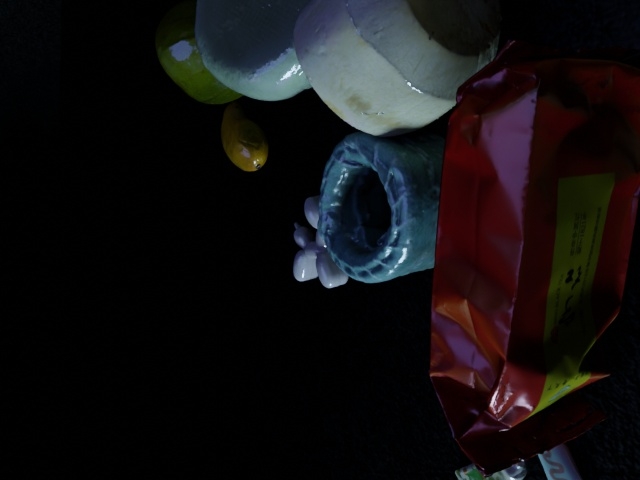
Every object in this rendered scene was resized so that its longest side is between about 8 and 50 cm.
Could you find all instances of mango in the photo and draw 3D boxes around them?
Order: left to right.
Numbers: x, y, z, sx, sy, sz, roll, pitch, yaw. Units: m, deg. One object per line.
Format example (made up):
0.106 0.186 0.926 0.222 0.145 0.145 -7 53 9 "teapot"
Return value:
-0.160 -0.207 1.275 0.098 0.075 0.190 -57 47 28 "mango"

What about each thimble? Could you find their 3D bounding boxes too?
0.098 -0.048 0.858 0.235 0.143 0.198 -30 73 56 "thimble"

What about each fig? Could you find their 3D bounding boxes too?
-0.181 -0.366 1.154 0.225 0.203 0.203 -16 86 37 "fig"

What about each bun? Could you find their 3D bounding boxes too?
-0.042 -0.342 0.951 0.293 0.187 0.293 -7 78 34 "bun"

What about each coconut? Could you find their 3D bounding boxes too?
0.088 -0.241 0.747 0.241 0.241 0.241 24 119 52 "coconut"

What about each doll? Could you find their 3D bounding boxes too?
0.000 0.000 1.105 0.161 0.059 0.160 5 105 58 "doll"

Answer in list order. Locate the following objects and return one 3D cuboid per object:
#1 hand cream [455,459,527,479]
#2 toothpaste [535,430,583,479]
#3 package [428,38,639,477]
0.237 0.330 0.870 0.057 0.037 0.165 63 151 24 "hand cream"
0.286 0.260 0.765 0.056 0.036 0.205 -35 74 54 "toothpaste"
0.220 0.015 0.638 0.123 0.196 0.423 27 123 56 "package"
